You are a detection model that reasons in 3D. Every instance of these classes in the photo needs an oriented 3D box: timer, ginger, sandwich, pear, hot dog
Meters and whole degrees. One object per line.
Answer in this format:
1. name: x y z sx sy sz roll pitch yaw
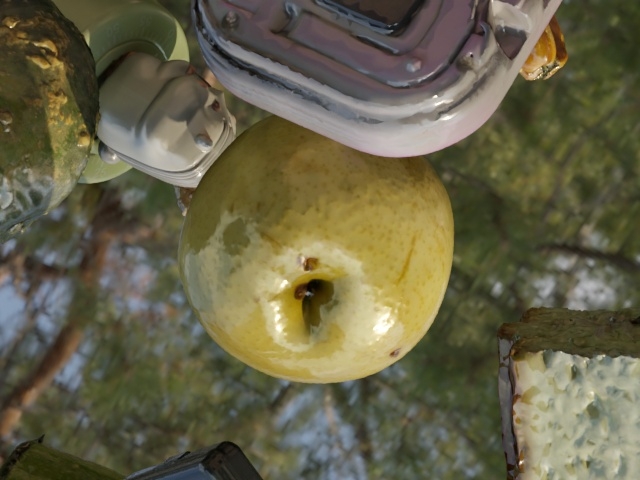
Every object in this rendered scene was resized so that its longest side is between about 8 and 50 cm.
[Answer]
1. timer: -0.236 -0.174 1.806 0.315 0.290 0.291 31 -155 30
2. timer: 0.037 -0.156 0.793 0.191 0.069 0.208 25 -110 20
3. ginger: -0.213 -0.127 2.198 0.051 0.173 0.069 -14 -165 -18
4. sandwich: 0.302 0.179 1.066 0.325 0.262 0.131 1 -161 18
5. pear: 0.000 0.000 1.525 0.309 0.309 0.309 23 -151 -13
6. hot dog: 0.214 -0.305 1.630 0.115 0.072 0.269 16 -131 -54

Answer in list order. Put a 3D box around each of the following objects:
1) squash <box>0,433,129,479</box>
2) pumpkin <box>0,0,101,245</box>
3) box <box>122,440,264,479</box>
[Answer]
1. squash: -0.238 0.433 1.730 0.384 0.263 0.263 23 -153 4
2. pumpkin: -0.397 -0.131 1.554 0.328 0.257 0.291 -25 -112 -7
3. box: -0.112 0.290 1.416 0.050 0.230 0.160 -39 -83 -37
